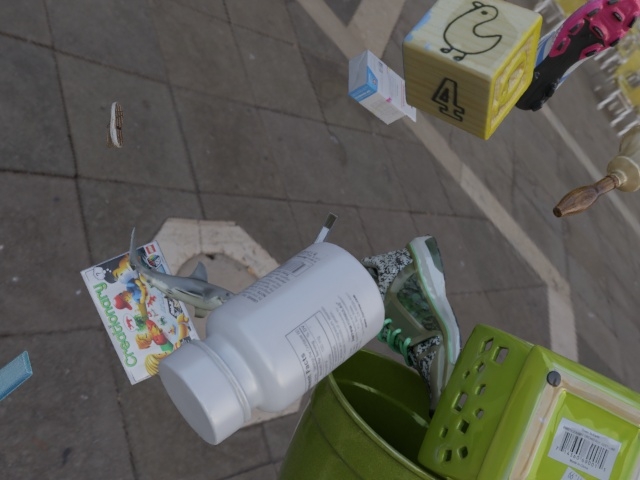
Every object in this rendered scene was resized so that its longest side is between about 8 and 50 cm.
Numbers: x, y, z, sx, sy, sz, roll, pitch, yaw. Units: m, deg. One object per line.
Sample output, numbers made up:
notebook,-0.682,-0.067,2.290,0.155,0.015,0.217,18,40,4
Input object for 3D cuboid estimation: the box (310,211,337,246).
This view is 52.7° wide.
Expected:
box,0.000,0.000,2.082,0.037,0.225,0.136,28,77,3

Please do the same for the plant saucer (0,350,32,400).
plant saucer,-0.727,0.325,1.471,0.192,0.018,0.067,-60,147,-68

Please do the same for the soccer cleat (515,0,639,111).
soccer cleat,0.530,-0.428,1.400,0.116,0.331,0.143,30,40,-20

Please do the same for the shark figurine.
shark figurine,-0.316,0.081,1.472,0.278,0.166,0.116,26,60,-11

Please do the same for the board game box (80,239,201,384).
board game box,-0.432,0.175,1.587,0.053,0.193,0.305,-171,-122,-79

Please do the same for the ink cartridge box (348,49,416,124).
ink cartridge box,0.146,-0.347,1.509,0.181,0.062,0.104,28,53,-38

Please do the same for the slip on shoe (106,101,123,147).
slip on shoe,-0.590,-0.328,1.842,0.051,0.041,0.135,19,65,-74

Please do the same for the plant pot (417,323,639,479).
plant pot,0.293,0.257,0.846,0.228,0.207,0.227,27,82,-6

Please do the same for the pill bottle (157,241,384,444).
pill bottle,-0.051,0.110,0.702,0.229,0.131,0.131,-33,91,-30

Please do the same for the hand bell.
hand bell,0.481,-0.095,1.081,0.242,0.126,0.126,-27,84,-23

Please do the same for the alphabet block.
alphabet block,0.297,-0.353,1.282,0.197,0.192,0.193,30,-18,24

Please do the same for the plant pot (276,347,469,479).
plant pot,0.075,0.432,1.110,0.367,0.352,0.366,30,13,-8

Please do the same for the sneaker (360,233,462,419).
sneaker,0.157,0.163,1.208,0.410,0.182,0.158,-93,175,-49
